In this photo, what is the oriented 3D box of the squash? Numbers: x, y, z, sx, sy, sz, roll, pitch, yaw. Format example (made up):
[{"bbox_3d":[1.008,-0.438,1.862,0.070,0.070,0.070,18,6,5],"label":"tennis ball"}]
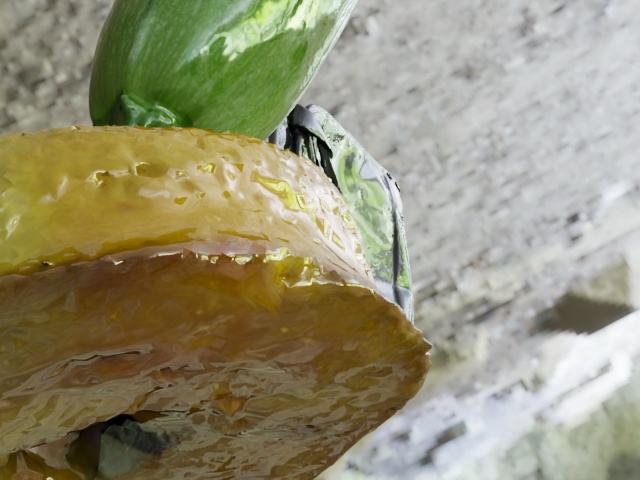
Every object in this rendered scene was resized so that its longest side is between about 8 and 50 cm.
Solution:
[{"bbox_3d":[-0.019,-0.158,0.812,0.107,0.107,0.395,-40,-161,47],"label":"squash"}]

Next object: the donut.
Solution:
[{"bbox_3d":[-0.087,0.051,0.601,0.253,0.118,0.253,-10,157,-4],"label":"donut"}]

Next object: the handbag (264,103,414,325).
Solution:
[{"bbox_3d":[0.000,0.000,1.446,0.088,0.275,0.244,-20,137,24],"label":"handbag"}]
